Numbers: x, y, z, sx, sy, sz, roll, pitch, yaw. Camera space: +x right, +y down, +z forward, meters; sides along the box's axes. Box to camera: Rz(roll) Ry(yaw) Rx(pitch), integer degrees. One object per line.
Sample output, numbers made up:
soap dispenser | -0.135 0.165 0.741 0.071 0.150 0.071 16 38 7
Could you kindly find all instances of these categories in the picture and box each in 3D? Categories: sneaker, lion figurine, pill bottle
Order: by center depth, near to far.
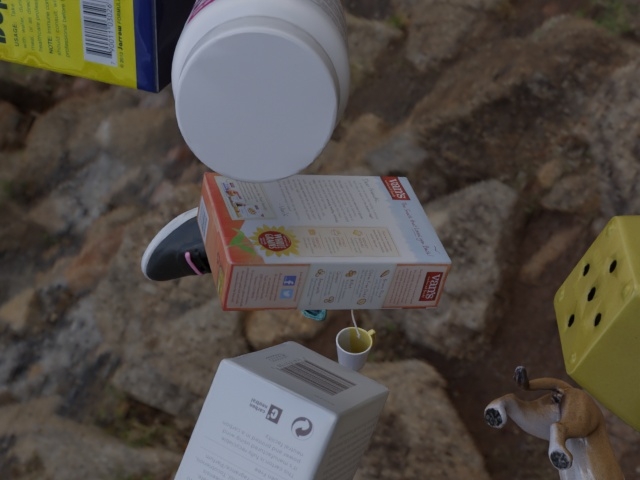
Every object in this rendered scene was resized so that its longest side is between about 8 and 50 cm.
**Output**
pill bottle | -0.052 -0.164 1.077 0.160 0.160 0.283 -57 13 20
lion figurine | 0.371 0.328 1.635 0.142 0.240 0.392 -7 100 39
sneaker | -0.132 0.020 1.746 0.296 0.104 0.147 -24 48 8

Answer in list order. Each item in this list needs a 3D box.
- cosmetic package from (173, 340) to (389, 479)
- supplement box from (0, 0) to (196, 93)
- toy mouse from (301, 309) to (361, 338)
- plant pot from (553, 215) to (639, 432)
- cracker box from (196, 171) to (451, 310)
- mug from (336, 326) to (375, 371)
cosmetic package | -0.094 0.368 1.450 0.453 0.161 0.230 -68 -17 7
supplement box | -0.306 -0.325 1.357 0.194 0.356 0.195 -55 -27 -53
toy mouse | 0.008 0.056 1.612 0.143 0.031 0.161 2 75 27
plant pot | 0.389 0.092 1.338 0.212 0.187 0.212 -86 20 -53
cracker box | 0.000 0.000 1.208 0.156 0.232 0.067 -112 28 -50
mug | 0.064 0.193 2.022 0.062 0.078 0.064 -108 16 -44
